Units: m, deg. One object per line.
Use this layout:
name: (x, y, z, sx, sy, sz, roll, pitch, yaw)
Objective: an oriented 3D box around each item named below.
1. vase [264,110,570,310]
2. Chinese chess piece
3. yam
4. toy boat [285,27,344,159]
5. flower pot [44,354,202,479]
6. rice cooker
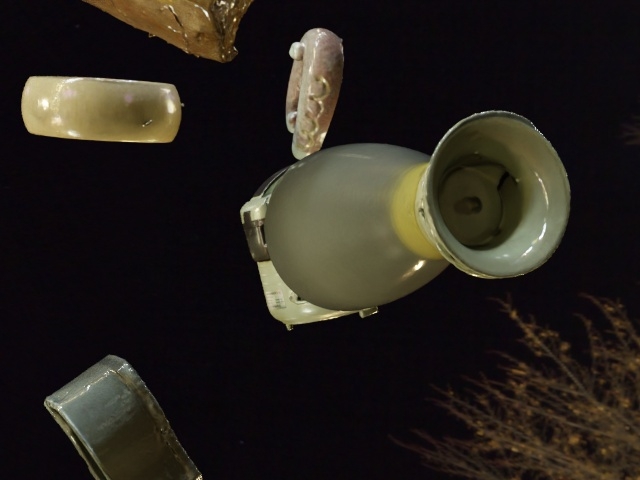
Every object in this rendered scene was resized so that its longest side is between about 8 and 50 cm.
vase: (0.073, -0.019, 0.716, 0.173, 0.321, 0.173, 1, -93, -20)
Chinese chess piece: (-0.376, -0.228, 1.404, 0.273, 0.273, 0.102, -3, -79, -37)
yam: (-0.170, -0.261, 0.730, 0.128, 0.238, 0.129, -67, -6, 33)
toy boat: (-0.027, -0.257, 1.390, 0.085, 0.155, 0.227, 7, -48, -15)
flower pot: (-0.255, 0.271, 1.073, 0.108, 0.103, 0.229, -38, -65, -27)
rice cooker: (0.000, 0.000, 1.217, 0.226, 0.226, 0.244, -17, -83, -35)
